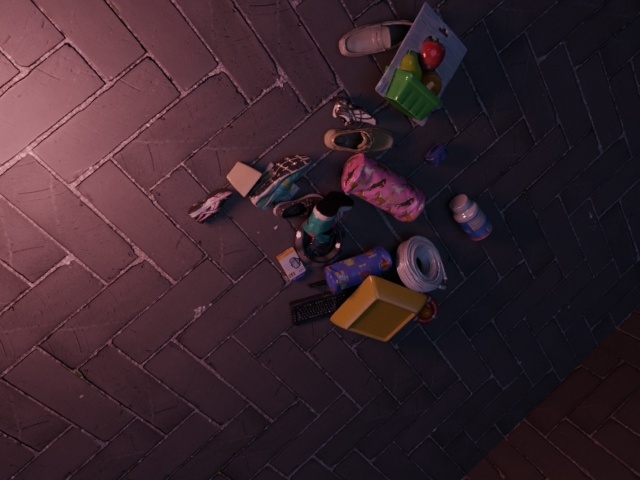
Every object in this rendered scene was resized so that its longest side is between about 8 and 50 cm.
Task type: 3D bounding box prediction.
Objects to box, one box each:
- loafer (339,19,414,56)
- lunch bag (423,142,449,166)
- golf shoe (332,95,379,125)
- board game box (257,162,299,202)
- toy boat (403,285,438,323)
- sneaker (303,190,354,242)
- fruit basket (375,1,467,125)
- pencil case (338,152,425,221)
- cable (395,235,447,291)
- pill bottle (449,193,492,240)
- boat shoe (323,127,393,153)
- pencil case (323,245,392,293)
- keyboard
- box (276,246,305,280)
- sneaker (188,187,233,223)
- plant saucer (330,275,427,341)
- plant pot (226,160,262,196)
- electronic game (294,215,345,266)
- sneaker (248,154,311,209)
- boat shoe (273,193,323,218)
[{"bbox_3d":[0.224,-0.768,1.709,0.320,0.111,0.112,-23,114,-14],"label":"loafer"},{"bbox_3d":[0.506,-0.380,1.980,0.098,0.067,0.065,-44,118,-5],"label":"lunch bag"},{"bbox_3d":[0.137,-0.490,1.797,0.198,0.077,0.093,22,109,-20],"label":"golf shoe"},{"bbox_3d":[-0.170,-0.216,1.781,0.154,0.026,0.103,41,89,-28],"label":"board game box"},{"bbox_3d":[0.474,0.321,2.155,0.231,0.151,0.151,31,94,-27],"label":"toy boat"},{"bbox_3d":[0.027,-0.082,1.819,0.124,0.295,0.178,38,120,11],"label":"sneaker"},{"bbox_3d":[0.393,-0.670,1.768,0.327,0.165,0.353,19,99,-43],"label":"fruit basket"},{"bbox_3d":[0.264,-0.212,1.889,0.386,0.167,0.160,24,53,-27],"label":"pencil case"},{"bbox_3d":[0.451,0.108,2.056,0.257,0.089,0.257,2,74,-37],"label":"cable"},{"bbox_3d":[0.696,-0.111,2.117,0.124,0.124,0.221,-47,117,-2],"label":"pill bottle"},{"bbox_3d":[0.168,-0.397,1.818,0.303,0.098,0.109,-1,108,-22],"label":"boat shoe"},{"bbox_3d":[0.160,0.119,1.967,0.306,0.133,0.119,-22,132,-18],"label":"pencil case"},{"bbox_3d":[0.016,0.257,2.015,0.317,0.033,0.201,-14,112,-19],"label":"keyboard"},{"bbox_3d":[-0.120,0.103,1.910,0.081,0.028,0.136,-32,119,-10],"label":"box"},{"bbox_3d":[-0.403,-0.128,1.703,0.178,0.072,0.077,-30,128,-2],"label":"sneaker"},{"bbox_3d":[0.266,0.333,2.032,0.333,0.081,0.332,22,125,-25],"label":"plant saucer"},{"bbox_3d":[-0.290,-0.237,1.688,0.096,0.109,0.109,38,91,-15],"label":"plant pot"},{"bbox_3d":[0.000,0.000,1.910,0.229,0.048,0.229,-4,100,-22],"label":"electronic game"},{"bbox_3d":[-0.148,-0.226,1.733,0.275,0.107,0.110,-38,137,-1],"label":"sneaker"},{"bbox_3d":[-0.073,-0.131,1.804,0.229,0.076,0.080,-10,121,-31],"label":"boat shoe"}]
